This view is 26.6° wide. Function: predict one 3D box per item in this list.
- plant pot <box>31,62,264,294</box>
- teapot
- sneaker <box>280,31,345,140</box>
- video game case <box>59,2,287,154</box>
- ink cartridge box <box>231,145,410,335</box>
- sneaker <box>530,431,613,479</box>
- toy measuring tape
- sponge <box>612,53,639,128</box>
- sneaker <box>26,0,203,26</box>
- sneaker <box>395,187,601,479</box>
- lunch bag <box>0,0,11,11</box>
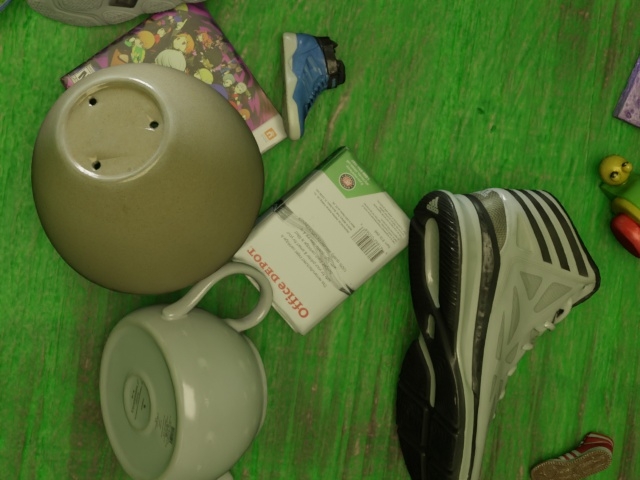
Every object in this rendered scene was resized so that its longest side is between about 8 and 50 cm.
[{"bbox_3d":[-0.219,-0.095,1.590,0.284,0.191,0.284,-2,73,5],"label":"plant pot"},{"bbox_3d":[-0.151,0.187,1.709,0.187,0.256,0.252,-6,72,-36],"label":"teapot"},{"bbox_3d":[-0.007,-0.200,1.750,0.085,0.058,0.152,1,65,-8],"label":"sneaker"},{"bbox_3d":[-0.186,-0.173,1.756,0.210,0.042,0.232,-35,97,-4],"label":"video game case"},{"bbox_3d":[0.000,0.000,1.765,0.208,0.087,0.153,-40,98,-3],"label":"ink cartridge box"},{"bbox_3d":[0.348,0.300,1.853,0.118,0.067,0.042,-21,99,26],"label":"sneaker"},{"bbox_3d":[0.487,0.015,1.807,0.121,0.121,0.330,-41,97,-2],"label":"toy measuring tape"},{"bbox_3d":[0.516,-0.180,1.838,0.210,0.031,0.117,23,91,-8],"label":"sponge"},{"bbox_3d":[-0.244,-0.367,1.712,0.269,0.101,0.153,-9,70,14],"label":"sneaker"},{"bbox_3d":[0.250,0.144,1.764,0.258,0.169,0.447,-6,111,-23],"label":"sneaker"},{"bbox_3d":[-0.452,-0.380,1.647,0.176,0.090,0.219,-52,121,-19],"label":"lunch bag"}]
